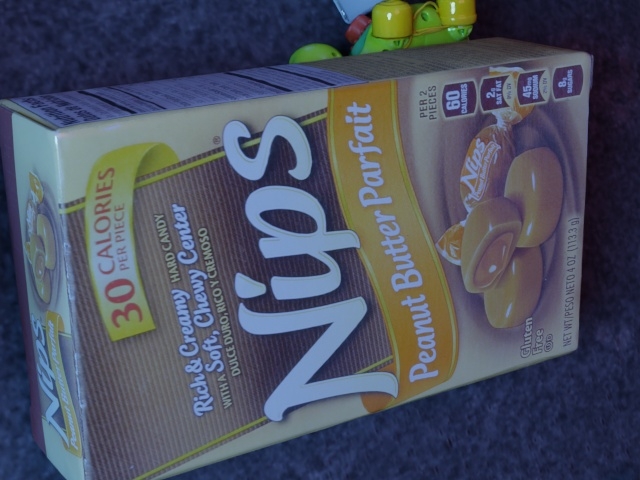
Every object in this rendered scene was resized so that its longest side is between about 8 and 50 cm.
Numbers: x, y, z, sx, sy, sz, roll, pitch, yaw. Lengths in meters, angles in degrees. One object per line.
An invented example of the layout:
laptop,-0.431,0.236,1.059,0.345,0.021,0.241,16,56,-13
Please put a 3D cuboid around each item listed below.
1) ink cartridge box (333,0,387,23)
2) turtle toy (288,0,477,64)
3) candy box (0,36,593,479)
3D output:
ink cartridge box,0.148,-0.275,0.740,0.307,0.223,0.129,-31,96,-30
turtle toy,0.040,-0.103,0.734,0.130,0.066,0.095,-14,112,-31
candy box,0.000,0.000,0.644,0.316,0.087,0.183,-13,111,-31
